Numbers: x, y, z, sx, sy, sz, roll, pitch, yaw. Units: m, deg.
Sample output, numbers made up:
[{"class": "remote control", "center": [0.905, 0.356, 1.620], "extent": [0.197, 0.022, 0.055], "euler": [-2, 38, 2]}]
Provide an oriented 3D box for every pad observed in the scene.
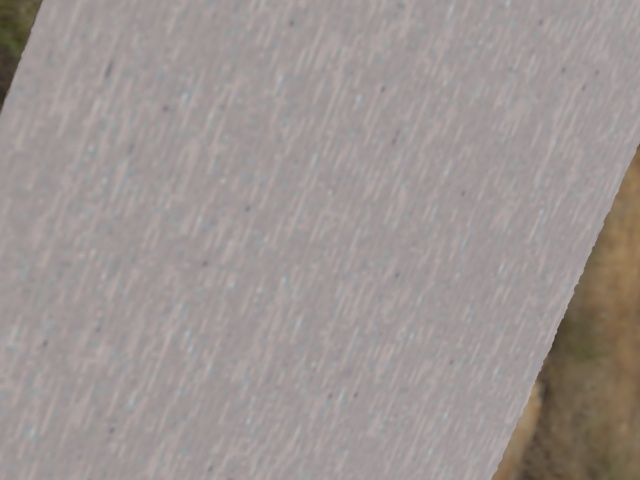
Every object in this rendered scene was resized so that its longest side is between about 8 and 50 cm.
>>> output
[{"class": "pad", "center": [0.000, 0.000, 0.388], "extent": [0.176, 0.002, 0.266], "euler": [16, 101, -43]}]
